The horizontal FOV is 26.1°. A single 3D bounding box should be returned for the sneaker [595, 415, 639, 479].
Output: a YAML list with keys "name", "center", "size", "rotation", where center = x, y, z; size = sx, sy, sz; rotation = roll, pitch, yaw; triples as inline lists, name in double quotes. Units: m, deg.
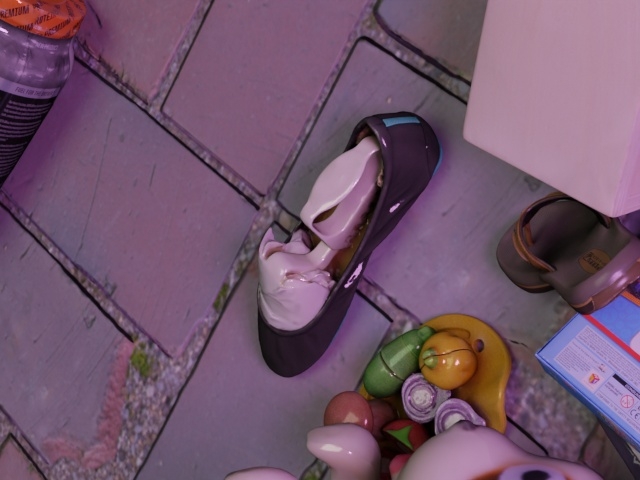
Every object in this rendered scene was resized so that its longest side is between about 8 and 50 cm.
- name: "sneaker"
  center: [0.270, 0.147, 1.005]
  size: [0.097, 0.084, 0.235]
  rotation: [-32, 64, 10]

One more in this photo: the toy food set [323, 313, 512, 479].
- name: "toy food set"
  center: [0.065, 0.151, 1.167]
  size: [0.218, 0.071, 0.128]
  rotation: [-46, 57, 26]

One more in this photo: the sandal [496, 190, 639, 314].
- name: "sandal"
  center: [0.178, 0.001, 1.036]
  size: [0.090, 0.060, 0.219]
  rotation: [-44, 12, 4]

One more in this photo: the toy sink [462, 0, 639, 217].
- name: "toy sink"
  center: [0.218, -0.161, 1.007]
  size: [0.152, 0.131, 0.234]
  rotation: [32, 126, 39]

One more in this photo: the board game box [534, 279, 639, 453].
- name: "board game box"
  center: [0.281, 0.059, 0.963]
  size: [0.211, 0.039, 0.160]
  rotation: [-45, 54, -4]

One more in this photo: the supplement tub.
- name: "supplement tub"
  center: [-0.402, -0.165, 1.532]
  size: [0.316, 0.193, 0.193]
  rotation: [-53, 55, 21]

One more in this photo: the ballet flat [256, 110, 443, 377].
- name: "ballet flat"
  center: [0.000, 0.000, 1.228]
  size: [0.095, 0.096, 0.280]
  rotation: [43, 111, 35]

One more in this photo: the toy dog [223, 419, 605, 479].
- name: "toy dog"
  center: [0.060, 0.312, 1.016]
  size: [0.408, 0.284, 0.395]
  rotation: [-49, 61, 22]
